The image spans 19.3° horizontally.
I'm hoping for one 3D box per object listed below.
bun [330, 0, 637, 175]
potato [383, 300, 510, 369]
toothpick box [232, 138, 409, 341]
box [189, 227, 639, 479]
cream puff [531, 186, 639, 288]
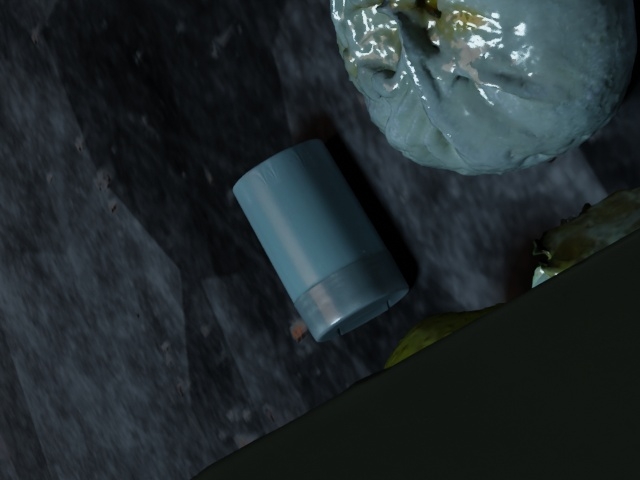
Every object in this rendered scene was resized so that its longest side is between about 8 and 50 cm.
[{"bbox_3d":[0.049,-0.087,0.700,0.141,0.083,0.140,37,139,41],"label":"bun"},{"bbox_3d":[0.094,0.145,0.761,0.169,0.144,0.248,-17,89,66],"label":"potato"},{"bbox_3d":[0.000,0.000,0.889,0.083,0.052,0.052,61,152,10],"label":"toothpick box"},{"bbox_3d":[0.158,0.149,0.432,0.177,0.352,0.343,34,143,44],"label":"box"},{"bbox_3d":[0.132,0.057,0.641,0.156,0.121,0.156,171,90,-85],"label":"cream puff"}]
